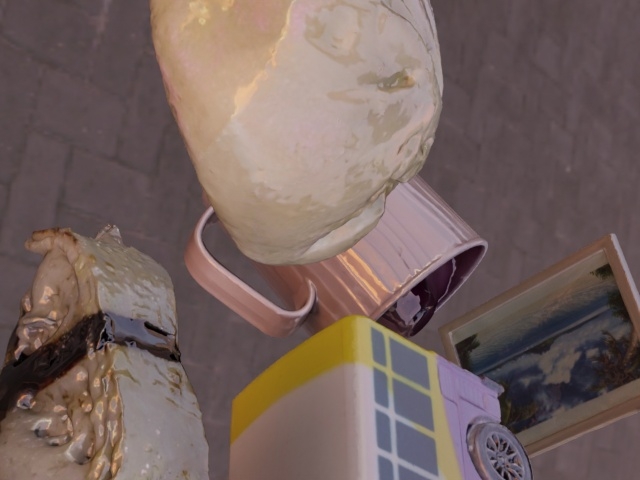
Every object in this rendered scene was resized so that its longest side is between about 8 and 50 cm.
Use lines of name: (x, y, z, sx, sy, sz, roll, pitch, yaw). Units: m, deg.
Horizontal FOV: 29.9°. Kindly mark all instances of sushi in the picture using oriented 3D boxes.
sushi: (-0.129, 0.082, 0.755, 0.134, 0.109, 0.273, 30, 48, -28)

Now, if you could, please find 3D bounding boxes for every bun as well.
bun: (-0.003, -0.079, 0.593, 0.193, 0.127, 0.178, 68, 9, -58)

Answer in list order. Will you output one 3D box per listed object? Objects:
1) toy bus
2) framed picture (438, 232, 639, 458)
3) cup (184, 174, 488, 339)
toy bus: (0.045, 0.307, 1.039, 0.249, 0.209, 0.440, 31, 39, -30)
framed picture: (0.310, 0.162, 1.628, 0.024, 0.315, 0.232, 10, 56, -46)
cup: (0.000, 0.007, 1.335, 0.288, 0.273, 0.208, -37, 164, -15)
